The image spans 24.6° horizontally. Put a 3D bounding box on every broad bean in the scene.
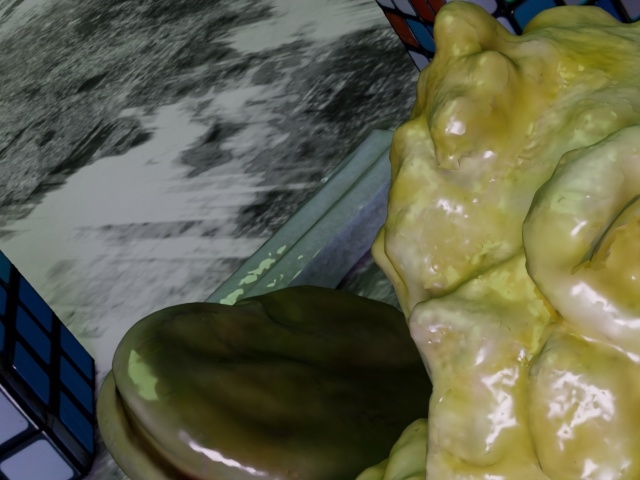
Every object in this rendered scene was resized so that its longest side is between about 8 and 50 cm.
[{"bbox_3d":[-0.010,0.084,0.770,0.206,0.072,0.153,-1,48,-20],"label":"broad bean"}]

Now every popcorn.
[{"bbox_3d":[0.133,0.030,0.585,0.237,0.293,0.293,28,65,36],"label":"popcorn"}]

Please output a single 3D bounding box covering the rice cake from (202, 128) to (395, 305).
[{"bbox_3d":[0.000,0.000,1.045,0.226,0.040,0.085,-46,28,-19],"label":"rice cake"}]

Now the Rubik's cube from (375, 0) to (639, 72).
[{"bbox_3d":[0.132,-0.205,1.099,0.151,0.155,0.154,-37,26,-6],"label":"Rubik's cube"}]

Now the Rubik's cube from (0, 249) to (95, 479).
[{"bbox_3d":[-0.269,0.109,1.056,0.163,0.160,0.162,-31,25,9],"label":"Rubik's cube"}]

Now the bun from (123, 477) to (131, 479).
[{"bbox_3d":[-0.081,0.177,0.779,0.183,0.102,0.183,-27,30,17],"label":"bun"}]
